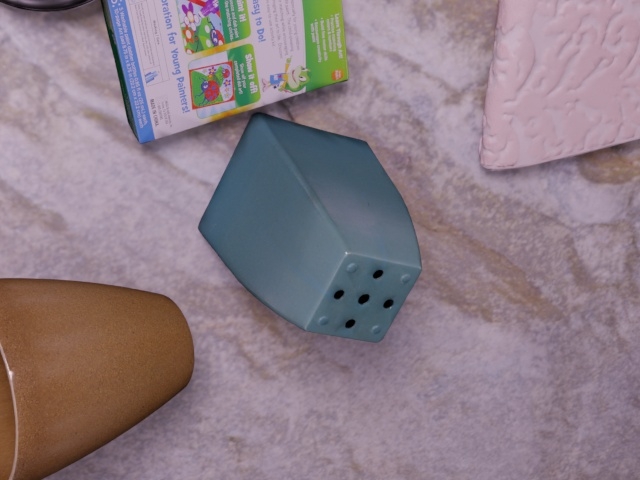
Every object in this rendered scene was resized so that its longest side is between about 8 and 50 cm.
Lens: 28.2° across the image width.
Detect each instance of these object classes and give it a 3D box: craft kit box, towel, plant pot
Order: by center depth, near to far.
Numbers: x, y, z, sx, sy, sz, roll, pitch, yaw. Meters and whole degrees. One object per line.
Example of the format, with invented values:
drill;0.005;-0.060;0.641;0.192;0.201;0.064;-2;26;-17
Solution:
craft kit box;-0.099;-0.247;1.311;0.247;0.061;0.249;-17;130;-13
plant pot;-0.276;0.138;1.411;0.254;0.237;0.237;-12;130;-37
plant pot;0.000;0.000;1.424;0.166;0.234;0.165;12;118;-34
towel;0.346;-0.255;1.537;0.317;0.053;0.331;-14;129;-19

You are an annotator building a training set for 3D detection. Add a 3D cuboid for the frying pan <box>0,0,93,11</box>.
frying pan;-0.204;-0.320;1.146;0.326;0.053;0.197;-23;121;14
